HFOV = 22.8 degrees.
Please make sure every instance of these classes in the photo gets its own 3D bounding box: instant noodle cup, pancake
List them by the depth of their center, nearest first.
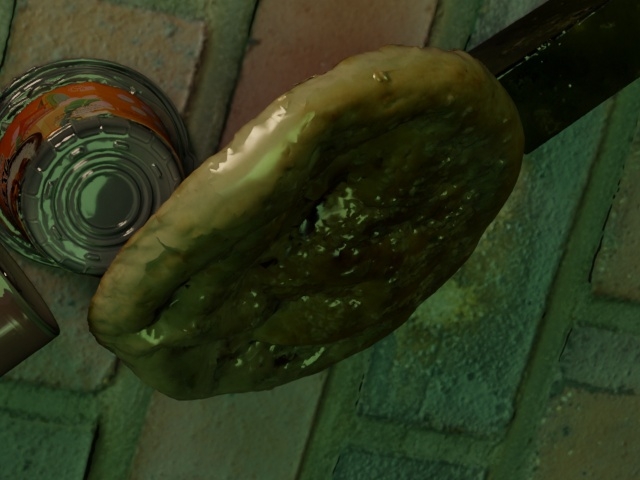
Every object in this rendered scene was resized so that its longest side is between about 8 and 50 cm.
[{"bbox_3d":[-0.179,-0.045,1.249,0.208,0.125,0.177,-3,108,-17],"label":"instant noodle cup"},{"bbox_3d":[0.001,0.000,1.256,0.387,0.082,0.387,-25,148,-17],"label":"pancake"}]

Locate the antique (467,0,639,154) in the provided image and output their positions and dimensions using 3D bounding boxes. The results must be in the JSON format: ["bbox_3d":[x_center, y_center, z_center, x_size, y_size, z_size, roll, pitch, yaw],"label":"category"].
[{"bbox_3d":[0.234,-0.171,1.371,0.221,0.080,0.081,-33,115,-7],"label":"antique"}]

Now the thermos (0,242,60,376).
[{"bbox_3d":[-0.358,0.084,1.230,0.265,0.146,0.176,-36,73,-4],"label":"thermos"}]
